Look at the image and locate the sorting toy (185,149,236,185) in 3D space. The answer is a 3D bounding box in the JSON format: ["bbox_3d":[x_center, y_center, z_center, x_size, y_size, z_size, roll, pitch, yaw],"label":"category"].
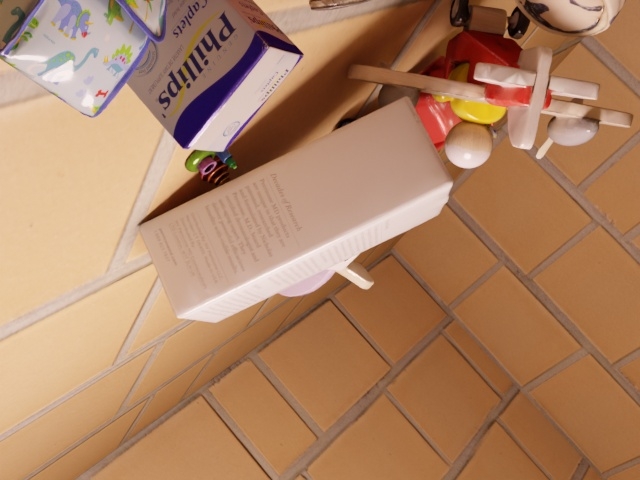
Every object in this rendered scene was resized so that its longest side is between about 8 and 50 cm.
[{"bbox_3d":[-0.154,-0.107,0.994,0.061,0.042,0.102,-43,169,3],"label":"sorting toy"}]

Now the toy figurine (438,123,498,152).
[{"bbox_3d":[0.269,-0.329,1.544,0.362,0.191,0.217,-25,131,-38],"label":"toy figurine"}]

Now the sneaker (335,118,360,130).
[{"bbox_3d":[0.047,-0.157,1.376,0.315,0.127,0.182,-38,157,8],"label":"sneaker"}]

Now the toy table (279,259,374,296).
[{"bbox_3d":[0.011,0.022,1.667,0.274,0.252,0.160,-39,156,30],"label":"toy table"}]

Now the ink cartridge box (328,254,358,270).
[{"bbox_3d":[0.000,0.000,1.385,0.181,0.062,0.104,13,131,-42],"label":"ink cartridge box"}]

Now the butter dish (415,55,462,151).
[{"bbox_3d":[0.261,-0.274,1.370,0.160,0.160,0.118,-43,-155,-18],"label":"butter dish"}]

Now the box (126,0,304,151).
[{"bbox_3d":[-0.111,-0.174,0.624,0.126,0.137,0.072,-46,168,21],"label":"box"}]

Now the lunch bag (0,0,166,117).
[{"bbox_3d":[-0.176,-0.184,0.493,0.151,0.096,0.129,-56,168,-3],"label":"lunch bag"}]

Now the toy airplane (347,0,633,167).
[{"bbox_3d":[0.293,-0.236,1.150,0.384,0.386,0.273,-24,138,-46],"label":"toy airplane"}]

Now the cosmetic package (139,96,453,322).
[{"bbox_3d":[-0.030,-0.035,1.099,0.453,0.162,0.230,-25,170,0],"label":"cosmetic package"}]

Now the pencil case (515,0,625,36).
[{"bbox_3d":[0.444,-0.496,0.992,0.410,0.183,0.160,-54,151,-5],"label":"pencil case"}]

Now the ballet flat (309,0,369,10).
[{"bbox_3d":[0.079,-0.349,0.848,0.249,0.084,0.058,-34,127,-27],"label":"ballet flat"}]
